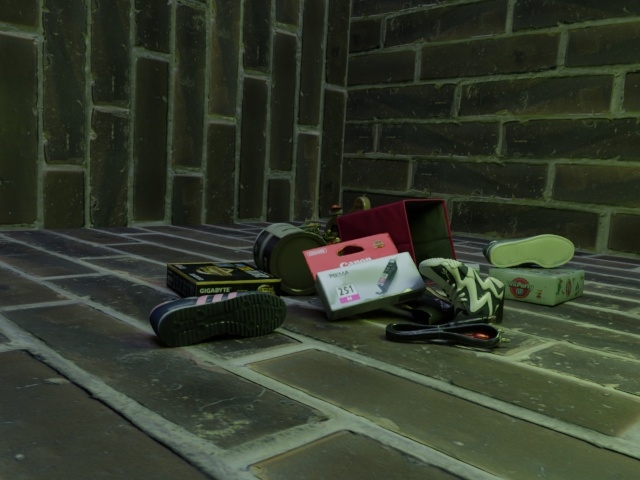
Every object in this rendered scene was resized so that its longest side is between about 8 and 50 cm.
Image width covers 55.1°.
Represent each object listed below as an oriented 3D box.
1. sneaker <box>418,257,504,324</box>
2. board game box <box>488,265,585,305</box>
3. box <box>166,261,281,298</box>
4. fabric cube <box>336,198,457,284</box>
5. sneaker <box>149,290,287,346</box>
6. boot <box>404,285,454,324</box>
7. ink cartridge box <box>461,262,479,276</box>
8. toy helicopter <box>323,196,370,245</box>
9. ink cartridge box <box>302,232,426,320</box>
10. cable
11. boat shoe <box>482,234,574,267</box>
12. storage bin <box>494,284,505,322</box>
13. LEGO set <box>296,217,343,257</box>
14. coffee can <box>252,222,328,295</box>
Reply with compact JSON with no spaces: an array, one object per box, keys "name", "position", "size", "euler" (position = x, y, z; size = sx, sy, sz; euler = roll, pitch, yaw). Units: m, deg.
[{"name":"sneaker","position":[0.355,0.148,1.590],"size":[0.235,0.152,0.094],"euler":[24,-27,-13]},{"name":"board game box","position":[0.734,0.141,2.082],"size":[0.224,0.097,0.304],"euler":[7,7,39]},{"name":"box","position":[-0.298,0.126,1.852],"size":[0.257,0.079,0.322],"euler":[1,7,-28]},{"name":"fabric cube","position":[0.243,0.021,1.931],"size":[0.258,0.258,0.254],"euler":[-14,-5,38]},{"name":"sneaker","position":[-0.235,0.162,1.414],"size":[0.319,0.112,0.131],"euler":[0,10,-34]},{"name":"boot","position":[0.270,0.178,1.687],"size":[0.137,0.076,0.198],"euler":[-10,12,-41]},{"name":"ink cartridge box","position":[0.535,0.113,2.412],"size":[0.171,0.056,0.235],"euler":[4,9,13]},{"name":"toy helicopter","position":[0.108,-0.082,2.608],"size":[0.140,0.234,0.355],"euler":[-1,-31,-30]},{"name":"ink cartridge box","position":[0.115,0.078,1.680],"size":[0.275,0.060,0.238],"euler":[-12,56,-16]},{"name":"cable","position":[0.303,0.229,1.444],"size":[0.288,0.072,0.139],"euler":[-10,25,-3]},{"name":"boat shoe","position":[0.711,0.033,2.109],"size":[0.320,0.116,0.099],"euler":[-4,11,-12]},{"name":"storage bin","position":[0.461,0.171,1.753],"size":[0.122,0.084,0.180],"euler":[5,8,17]},{"name":"LEGO set","position":[0.000,0.000,2.370],"size":[0.255,0.191,0.331],"euler":[-9,5,23]},{"name":"coffee can","position":[-0.097,0.055,2.000],"size":[0.202,0.201,0.275],"euler":[1,7,-17]}]
